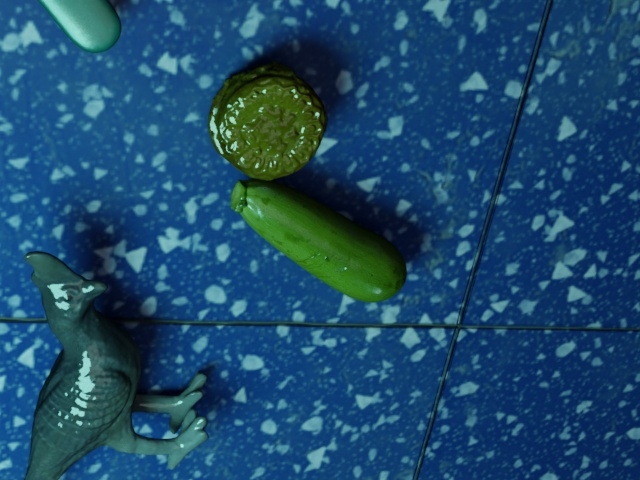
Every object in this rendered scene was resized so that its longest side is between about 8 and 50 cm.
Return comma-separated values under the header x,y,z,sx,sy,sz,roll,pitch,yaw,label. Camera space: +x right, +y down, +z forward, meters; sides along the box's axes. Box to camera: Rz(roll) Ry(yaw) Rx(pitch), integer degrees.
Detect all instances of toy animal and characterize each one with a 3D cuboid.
x,y,z,sx,sy,sz,roll,pitch,yaw,label
-0.204,0.162,1.105,0.205,0.081,0.367,4,123,-27,toy animal

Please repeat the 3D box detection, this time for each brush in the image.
x,y,z,sx,sy,sz,roll,pitch,yaw,label
-0.223,-0.226,0.922,0.043,0.032,0.193,-37,111,4,brush

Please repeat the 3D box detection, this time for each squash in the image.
x,y,z,sx,sy,sz,roll,pitch,yaw,label
0.000,0.000,1.101,0.201,0.066,0.066,30,103,-30,squash

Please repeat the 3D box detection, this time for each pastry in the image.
x,y,z,sx,sy,sz,roll,pitch,yaw,label
-0.045,-0.101,1.035,0.097,0.057,0.109,8,112,-22,pastry
